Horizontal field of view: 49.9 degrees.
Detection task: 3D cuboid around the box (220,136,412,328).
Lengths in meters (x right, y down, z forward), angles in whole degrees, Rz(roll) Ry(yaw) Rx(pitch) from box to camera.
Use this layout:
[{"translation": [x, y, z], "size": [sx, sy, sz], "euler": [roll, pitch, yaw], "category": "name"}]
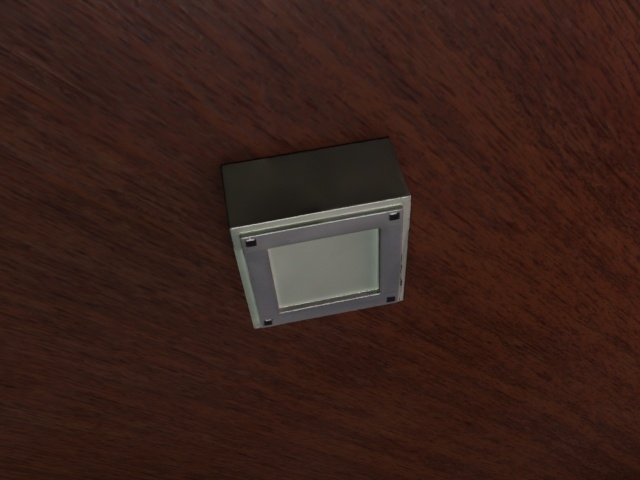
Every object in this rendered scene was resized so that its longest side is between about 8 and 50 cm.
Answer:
[{"translation": [0.000, 0.000, 0.930], "size": [0.224, 0.118, 0.225], "euler": [-10, 140, -4], "category": "box"}]
